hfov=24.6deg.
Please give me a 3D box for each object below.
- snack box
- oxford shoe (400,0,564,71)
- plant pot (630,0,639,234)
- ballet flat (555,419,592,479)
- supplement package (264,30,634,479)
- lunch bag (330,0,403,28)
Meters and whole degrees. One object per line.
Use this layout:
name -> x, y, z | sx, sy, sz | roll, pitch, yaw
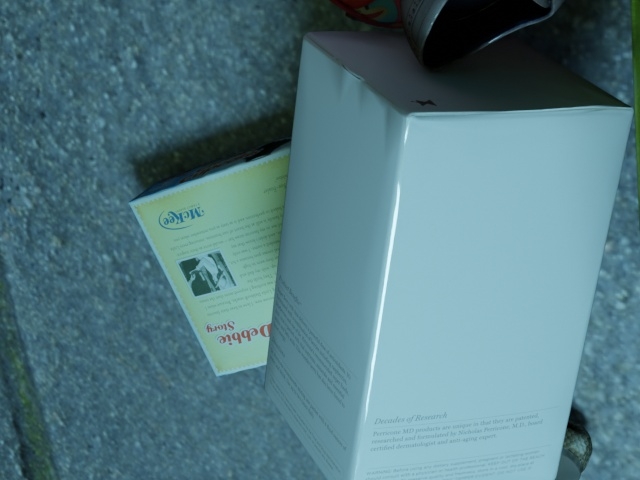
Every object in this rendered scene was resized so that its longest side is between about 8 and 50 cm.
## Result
snack box -> 0.000, 0.000, 1.270 | 0.322, 0.060, 0.187 | -16, 106, 35
oxford shoe -> 0.160, -0.195, 0.915 | 0.097, 0.098, 0.271 | 28, 136, -32
plant pot -> 0.373, -0.011, 0.874 | 0.352, 0.366, 0.367 | -4, 115, 11
ballet flat -> 0.127, 0.176, 1.301 | 0.249, 0.058, 0.084 | -5, 134, 38
supplement package -> 0.081, 0.014, 1.049 | 0.177, 0.175, 0.293 | -132, 44, -56
lunch bag -> 0.091, -0.275, 0.993 | 0.293, 0.120, 0.258 | -29, 133, 33
